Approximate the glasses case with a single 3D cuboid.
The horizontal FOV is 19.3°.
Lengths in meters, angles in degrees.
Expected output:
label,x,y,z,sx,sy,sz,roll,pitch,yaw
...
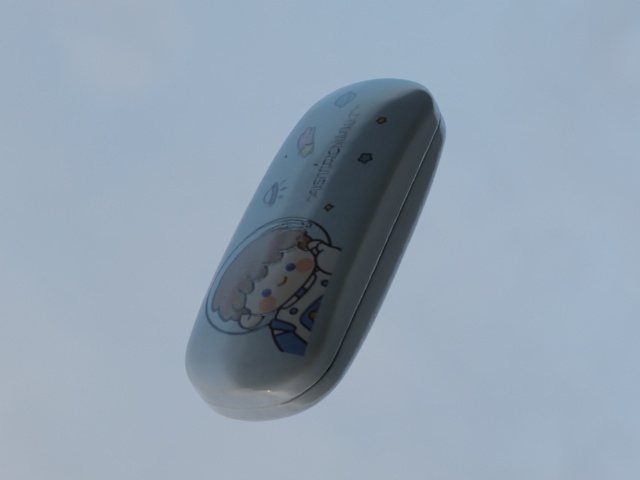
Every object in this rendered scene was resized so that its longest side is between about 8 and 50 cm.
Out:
label,x,y,z,sx,sy,sz,roll,pitch,yaw
glasses case,0.000,0.000,0.787,0.045,0.067,0.178,58,-137,-38
